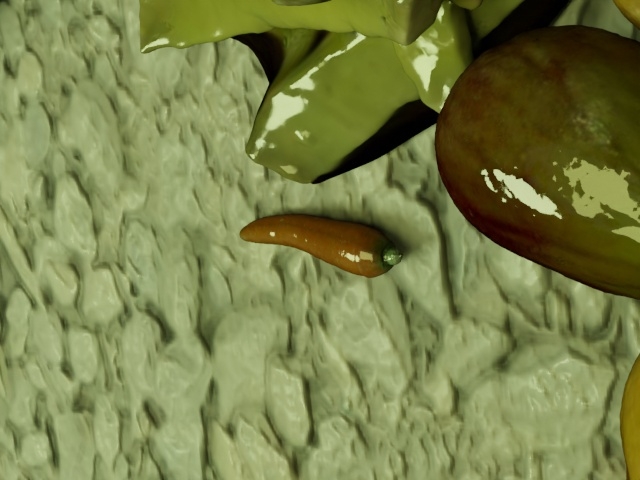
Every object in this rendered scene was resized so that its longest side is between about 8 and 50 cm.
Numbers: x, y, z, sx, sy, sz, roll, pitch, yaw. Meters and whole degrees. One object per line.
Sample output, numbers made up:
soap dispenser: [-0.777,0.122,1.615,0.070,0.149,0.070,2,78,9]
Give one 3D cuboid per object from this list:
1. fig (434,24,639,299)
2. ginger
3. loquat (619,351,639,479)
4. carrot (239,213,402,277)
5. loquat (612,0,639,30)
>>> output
fig: [0.180,-0.024,1.034,0.145,0.170,0.274,-59,37,12]
ginger: [-0.016,-0.230,1.126,0.358,0.211,0.413,42,123,17]
loquat: [0.269,0.111,1.056,0.208,0.208,0.208,10,110,30]
carrot: [0.000,0.000,1.291,0.142,0.035,0.035,13,112,36]
loquat: [0.225,-0.165,1.034,0.141,0.141,0.141,10,110,30]
